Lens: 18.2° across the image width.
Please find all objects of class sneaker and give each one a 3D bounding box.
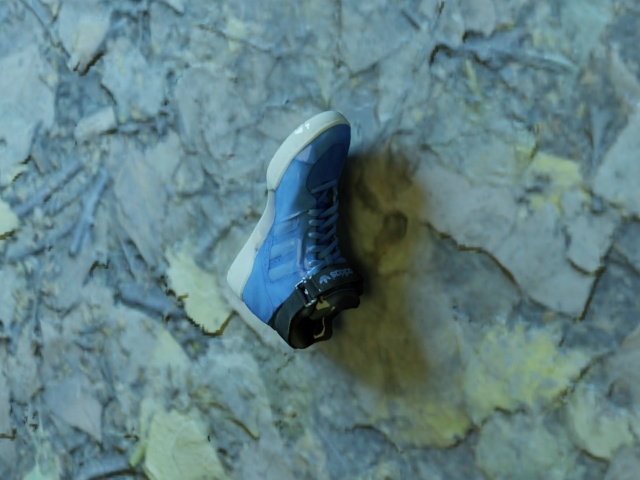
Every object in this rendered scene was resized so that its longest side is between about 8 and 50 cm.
[{"bbox_3d":[0.001,0.000,1.213,0.084,0.058,0.152,46,127,27],"label":"sneaker"}]
